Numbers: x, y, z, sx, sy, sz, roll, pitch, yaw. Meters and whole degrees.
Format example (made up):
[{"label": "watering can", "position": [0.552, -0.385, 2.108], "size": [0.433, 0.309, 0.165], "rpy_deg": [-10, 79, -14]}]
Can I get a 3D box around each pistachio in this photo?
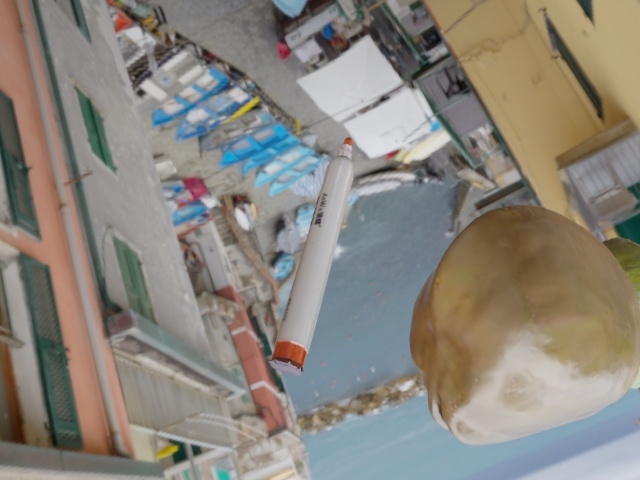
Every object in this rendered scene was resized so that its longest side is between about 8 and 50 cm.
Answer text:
[{"label": "pistachio", "position": [0.204, 0.074, 0.634], "size": [0.260, 0.163, 0.213], "rpy_deg": [-3, 106, -32]}]

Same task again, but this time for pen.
[{"label": "pen", "position": [0.000, 0.000, 0.526], "size": [0.026, 0.218, 0.026], "rpy_deg": [11, 147, 7]}]

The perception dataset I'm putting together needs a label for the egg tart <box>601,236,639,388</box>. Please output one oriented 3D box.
[{"label": "egg tart", "position": [0.376, 0.092, 0.897], "size": [0.078, 0.197, 0.197], "rpy_deg": [1, 153, -6]}]
